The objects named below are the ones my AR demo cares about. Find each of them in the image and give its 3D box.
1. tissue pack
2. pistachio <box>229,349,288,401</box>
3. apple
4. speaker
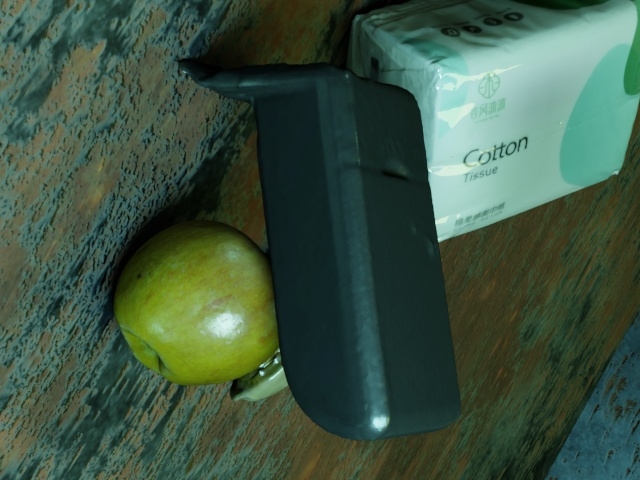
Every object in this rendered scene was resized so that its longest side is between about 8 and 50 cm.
[{"bbox_3d":[0.215,-0.170,1.612,0.357,0.194,0.266,-21,133,-29],"label":"tissue pack"},{"bbox_3d":[-0.050,0.099,1.581,0.206,0.131,0.129,-43,103,-23],"label":"pistachio"},{"bbox_3d":[-0.123,0.067,1.348,0.155,0.182,0.182,-33,144,-18],"label":"apple"},{"bbox_3d":[0.000,0.000,1.281,0.180,0.184,0.388,7,73,-61],"label":"speaker"}]
